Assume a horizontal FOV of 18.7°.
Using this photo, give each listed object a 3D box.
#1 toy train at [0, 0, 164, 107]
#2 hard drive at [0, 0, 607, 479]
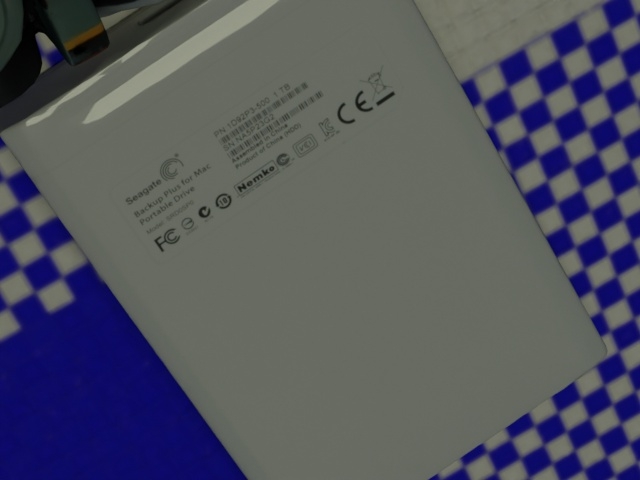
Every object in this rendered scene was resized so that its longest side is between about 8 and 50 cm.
[{"bbox_3d":[-0.153,-0.203,0.774,0.190,0.142,0.334,-30,132,-9],"label":"toy train"},{"bbox_3d":[0.000,0.000,1.000,0.203,0.040,0.307,-34,121,-2],"label":"hard drive"}]
